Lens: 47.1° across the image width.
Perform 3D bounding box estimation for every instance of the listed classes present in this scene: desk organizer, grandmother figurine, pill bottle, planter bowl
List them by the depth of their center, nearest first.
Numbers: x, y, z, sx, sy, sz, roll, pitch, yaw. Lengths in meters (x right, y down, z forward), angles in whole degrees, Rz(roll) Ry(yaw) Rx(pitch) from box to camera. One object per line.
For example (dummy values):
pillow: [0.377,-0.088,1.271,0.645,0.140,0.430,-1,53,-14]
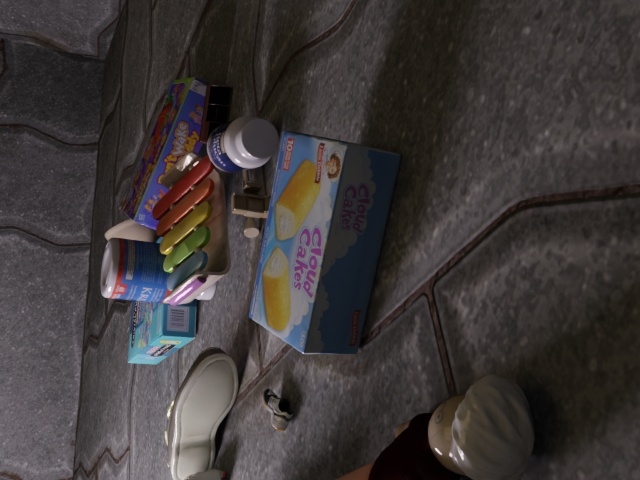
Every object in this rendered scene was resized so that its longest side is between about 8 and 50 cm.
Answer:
grandmother figurine: [0.068,0.237,0.704,0.342,0.104,0.208,-46,17,35]
pill bottle: [-0.138,-0.174,1.322,0.169,0.094,0.094,1,84,65]
pill bottle: [-0.330,0.067,1.510,0.124,0.221,0.124,-172,90,-66]
desk organizer: [-0.228,-0.275,1.603,0.050,0.047,0.130,9,92,63]
planter bowl: [-0.473,0.005,1.940,0.162,0.162,0.109,-34,79,58]

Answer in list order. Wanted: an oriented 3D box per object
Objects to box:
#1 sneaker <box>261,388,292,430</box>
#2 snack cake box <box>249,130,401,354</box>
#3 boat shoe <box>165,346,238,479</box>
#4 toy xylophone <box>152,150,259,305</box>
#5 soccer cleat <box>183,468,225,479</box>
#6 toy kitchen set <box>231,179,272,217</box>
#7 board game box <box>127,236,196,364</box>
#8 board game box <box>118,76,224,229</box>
sneaker: [-0.063,0.251,1.121,0.037,0.031,0.083,-58,37,16]
snack cake box: [0.000,0.000,0.959,0.152,0.089,0.265,22,103,55]
boat shoe: [-0.229,0.312,1.358,0.091,0.109,0.305,55,135,50]
toy xylophone: [-0.228,-0.039,1.417,0.236,0.081,0.323,-43,44,26]
soccer cleat: [-0.237,0.473,1.363,0.196,0.076,0.068,124,145,-44]
toy kitchen set: [-0.099,-0.085,1.225,0.075,0.083,0.068,-45,44,52]
board game box: [-0.380,0.142,1.764,0.336,0.079,0.254,-35,51,58]
board game box: [-0.357,-0.207,1.729,0.233,0.078,0.347,21,88,65]
